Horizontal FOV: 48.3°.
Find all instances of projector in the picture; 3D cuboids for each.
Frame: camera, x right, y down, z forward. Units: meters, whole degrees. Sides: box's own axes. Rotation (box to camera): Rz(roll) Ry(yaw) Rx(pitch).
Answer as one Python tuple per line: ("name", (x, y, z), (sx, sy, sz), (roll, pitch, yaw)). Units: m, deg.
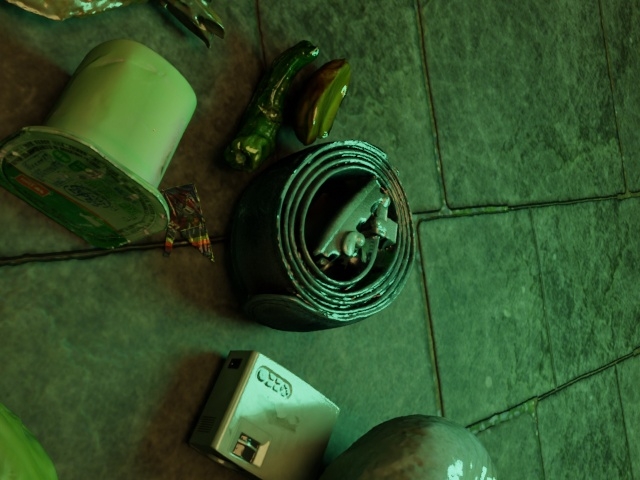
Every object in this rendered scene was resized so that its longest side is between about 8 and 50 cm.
("projector", (-0.059, 0.202, 0.779), (0.147, 0.061, 0.115), (41, 57, -32))

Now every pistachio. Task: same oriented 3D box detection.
("pistachio", (-0.006, -0.166, 0.873), (0.173, 0.049, 0.089), (-61, 164, -51))

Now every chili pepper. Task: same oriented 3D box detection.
("chili pepper", (-0.059, -0.150, 0.824), (0.050, 0.073, 0.182), (26, 68, -9))

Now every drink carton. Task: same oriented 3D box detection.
("drink carton", (-0.190, -0.096, 0.651), (0.146, 0.144, 0.142), (42, 52, -32))

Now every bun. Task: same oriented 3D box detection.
("bun", (0.083, 0.365, 0.761), (0.362, 0.211, 0.362), (-5, 95, -61))

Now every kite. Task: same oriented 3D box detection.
("kite", (-0.154, -0.025, 0.762), (0.122, 0.004, 0.090), (32, 64, -36))

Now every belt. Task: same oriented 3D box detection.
("belt", (0.000, 0.000, 0.829), (0.267, 0.116, 0.206), (-38, 107, -43))

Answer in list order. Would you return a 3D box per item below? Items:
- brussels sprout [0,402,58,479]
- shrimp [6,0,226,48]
("brussels sprout", (-0.290, 0.199, 0.471), (0.244, 0.244, 0.244), (8, 79, -43))
("shrimp", (-0.225, -0.272, 0.692), (0.317, 0.077, 0.168), (31, 74, -32))
